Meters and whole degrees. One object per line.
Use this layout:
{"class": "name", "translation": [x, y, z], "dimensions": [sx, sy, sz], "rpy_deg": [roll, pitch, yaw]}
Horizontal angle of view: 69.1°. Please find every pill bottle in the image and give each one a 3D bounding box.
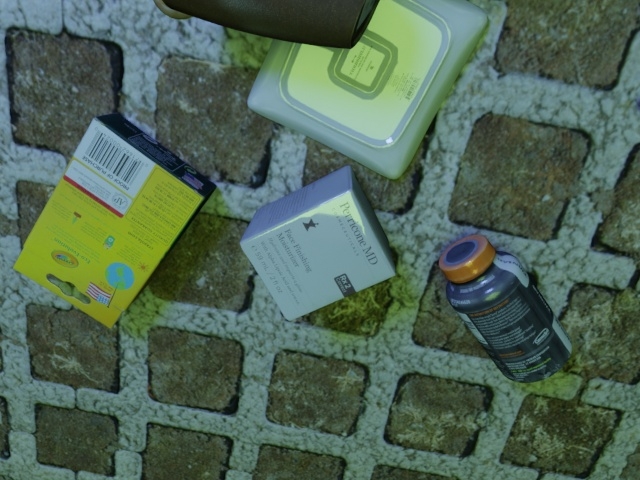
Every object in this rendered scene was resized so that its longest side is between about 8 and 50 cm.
{"class": "pill bottle", "translation": [0.296, 0.107, 0.768], "dimensions": [0.130, 0.130, 0.245], "rpy_deg": [-34, 106, 16]}

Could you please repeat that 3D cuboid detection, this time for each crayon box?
{"class": "crayon box", "translation": [-0.350, -0.025, 0.786], "dimensions": [0.202, 0.081, 0.318], "rpy_deg": [37, 109, -10]}

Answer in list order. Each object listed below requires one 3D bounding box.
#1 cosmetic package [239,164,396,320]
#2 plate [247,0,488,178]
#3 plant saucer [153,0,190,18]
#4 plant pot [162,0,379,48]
{"class": "cosmetic package", "translation": [0.000, 0.000, 0.734], "dimensions": [0.184, 0.151, 0.151], "rpy_deg": [-25, 109, 13]}
{"class": "plate", "translation": [0.062, -0.261, 0.684], "dimensions": [0.278, 0.045, 0.277], "rpy_deg": [25, 111, -6]}
{"class": "plant saucer", "translation": [-0.210, -0.367, 0.675], "dimensions": [0.084, 0.015, 0.083], "rpy_deg": [1, 112, 3]}
{"class": "plant pot", "translation": [-0.041, -0.333, 0.554], "dimensions": [0.231, 0.215, 0.215], "rpy_deg": [27, 111, 1]}
